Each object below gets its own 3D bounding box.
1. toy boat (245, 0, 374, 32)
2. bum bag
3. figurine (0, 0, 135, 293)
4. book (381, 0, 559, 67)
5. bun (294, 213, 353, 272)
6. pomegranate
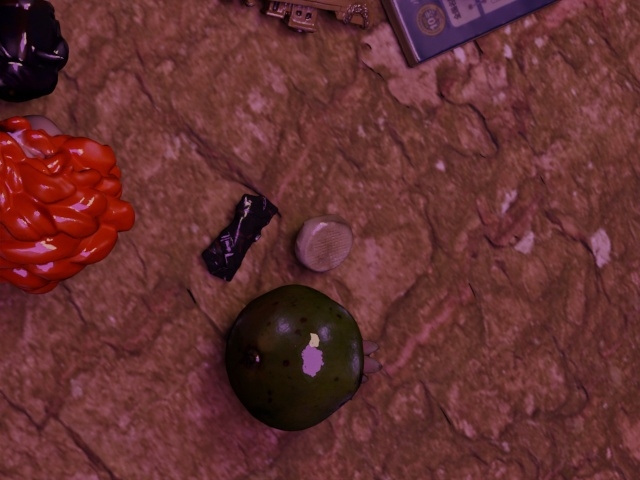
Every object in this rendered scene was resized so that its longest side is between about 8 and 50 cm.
[{"bbox_3d":[-0.029,-0.311,1.750,0.206,0.064,0.072,6,107,-18],"label":"toy boat"},{"bbox_3d":[-0.107,-0.006,1.740,0.058,0.034,0.124,39,79,-25],"label":"bum bag"},{"bbox_3d":[-0.398,-0.136,1.555,0.306,0.241,0.411,-6,74,-45],"label":"figurine"},{"bbox_3d":[0.250,-0.458,1.853,0.428,0.039,0.300,-25,99,-17],"label":"book"},{"bbox_3d":[0.000,0.000,1.767,0.086,0.055,0.086,-15,123,-25],"label":"bun"},{"bbox_3d":[-0.013,0.151,1.715,0.225,0.187,0.187,12,87,-49],"label":"pomegranate"}]
